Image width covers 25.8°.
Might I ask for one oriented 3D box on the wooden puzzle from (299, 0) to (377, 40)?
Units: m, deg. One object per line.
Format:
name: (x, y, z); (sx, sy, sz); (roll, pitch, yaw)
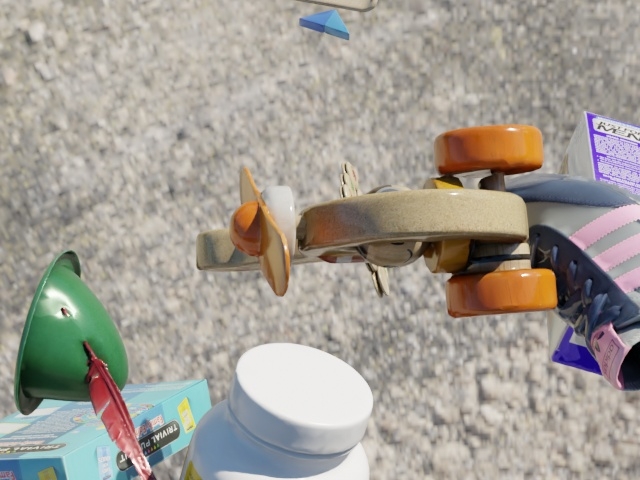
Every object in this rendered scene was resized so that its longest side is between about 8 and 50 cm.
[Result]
wooden puzzle: (0.002, -0.160, 0.815); (0.078, 0.014, 0.116); (13, 51, 10)

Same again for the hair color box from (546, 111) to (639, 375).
hair color box: (0.366, -0.002, 1.811); (0.110, 0.185, 0.339); (16, 33, -3)

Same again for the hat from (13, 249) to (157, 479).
hat: (-0.210, 0.132, 1.479); (0.183, 0.173, 0.209); (14, 98, 6)

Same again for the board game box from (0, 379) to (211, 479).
board game box: (-0.338, 0.277, 1.879); (0.253, 0.079, 0.336); (-7, 8, 28)

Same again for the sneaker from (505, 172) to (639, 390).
sneaker: (0.221, 0.043, 1.028); (0.319, 0.112, 0.131); (24, 43, 39)

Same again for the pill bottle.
pill bottle: (-0.058, 0.282, 1.439); (0.187, 0.334, 0.188); (14, 26, -7)

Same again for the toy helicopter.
toy helicopter: (0.000, 0.000, 1.099); (0.235, 0.355, 0.140); (-2, 86, -37)

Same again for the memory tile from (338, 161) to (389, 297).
memory tile: (0.053, -0.013, 1.647); (0.012, 0.148, 0.113); (-17, 21, 11)
